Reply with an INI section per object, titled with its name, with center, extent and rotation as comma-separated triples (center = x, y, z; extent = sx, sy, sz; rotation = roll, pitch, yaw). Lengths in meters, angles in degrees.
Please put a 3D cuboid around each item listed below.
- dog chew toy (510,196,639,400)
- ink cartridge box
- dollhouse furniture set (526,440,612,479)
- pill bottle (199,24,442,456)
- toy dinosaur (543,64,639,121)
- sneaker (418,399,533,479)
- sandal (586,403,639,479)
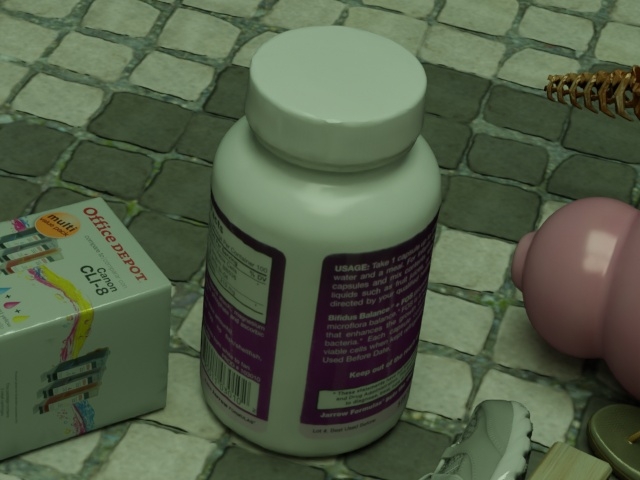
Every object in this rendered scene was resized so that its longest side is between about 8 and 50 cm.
[dog chew toy]
center = 0.310, 0.052, 1.461
extent = 0.331, 0.207, 0.206
rotation = 15, 38, 21
[ink cartridge box]
center = -0.216, 0.067, 1.410
extent = 0.176, 0.127, 0.128
rotation = -16, 43, -28
[dollhouse furniture set]
center = 0.222, 0.264, 1.198
extent = 0.242, 0.161, 0.212
rotation = 23, 41, 20
[pill bottle]
center = 0.000, 0.000, 1.386
extent = 0.169, 0.302, 0.169
rotation = 4, 38, -3
[toy dinosaur]
center = 0.347, -0.069, 1.596
extent = 0.164, 0.218, 0.322
rotation = -19, 45, -28
[sneaker]
center = 0.069, 0.199, 1.303
extent = 0.115, 0.105, 0.281
rotation = 19, 40, 14
[sandal]
center = 0.282, 0.172, 1.415
extent = 0.072, 0.049, 0.180
rotation = -26, 48, -35
